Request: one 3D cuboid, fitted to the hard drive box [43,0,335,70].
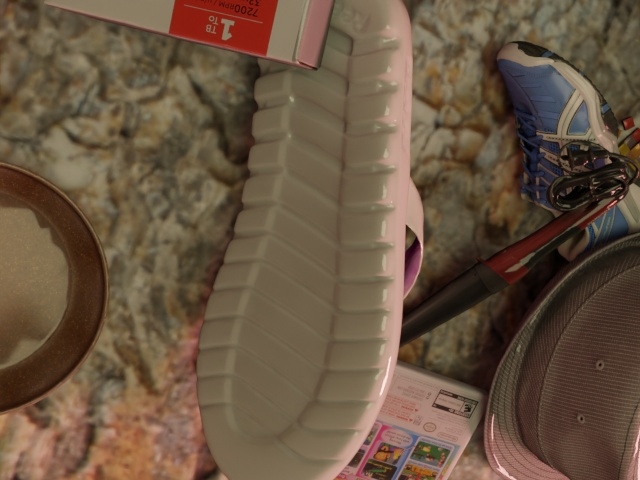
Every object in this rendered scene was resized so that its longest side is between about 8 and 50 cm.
[{"bbox_3d":[-0.066,-0.249,0.645,0.181,0.089,0.232,14,99,7],"label":"hard drive box"}]

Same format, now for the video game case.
[{"bbox_3d":[0.051,0.170,0.831,0.157,0.019,0.143,21,105,-20],"label":"video game case"}]

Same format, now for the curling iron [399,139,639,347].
[{"bbox_3d":[0.141,0.014,0.790,0.274,0.035,0.068,-40,108,18],"label":"curling iron"}]

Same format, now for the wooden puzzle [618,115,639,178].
[{"bbox_3d":[0.282,-0.068,0.861,0.049,0.006,0.083,-41,110,-4],"label":"wooden puzzle"}]

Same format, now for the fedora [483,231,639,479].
[{"bbox_3d":[0.274,0.134,0.813,0.243,0.124,0.275,12,107,-27],"label":"fedora"}]

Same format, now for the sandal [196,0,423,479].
[{"bbox_3d":[0.013,0.004,0.745,0.102,0.169,0.416,-2,106,-57],"label":"sandal"}]

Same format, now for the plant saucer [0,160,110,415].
[{"bbox_3d":[-0.259,0.034,0.712,0.198,0.036,0.199,-3,102,-15],"label":"plant saucer"}]

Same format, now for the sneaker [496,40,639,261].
[{"bbox_3d":[0.203,-0.070,0.799,0.081,0.080,0.211,-38,109,-7],"label":"sneaker"}]
